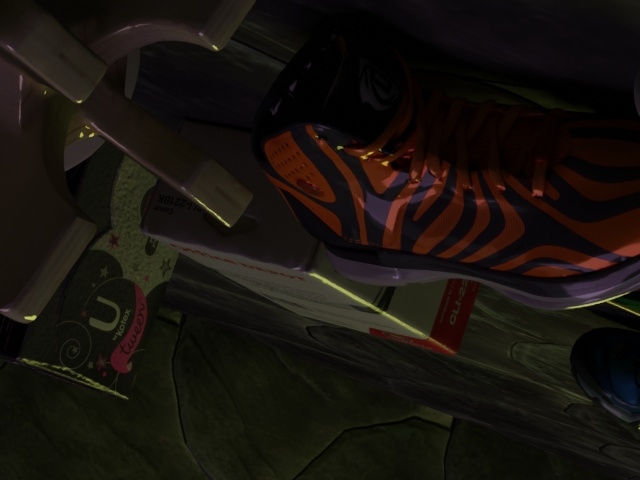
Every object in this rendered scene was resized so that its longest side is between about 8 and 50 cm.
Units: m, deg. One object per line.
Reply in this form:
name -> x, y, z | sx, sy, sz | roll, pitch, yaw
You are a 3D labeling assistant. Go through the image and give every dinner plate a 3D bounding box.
dinner plate -> 0.106, -0.080, 1.078 | 0.141, 0.017, 0.141 | 20, 171, 3

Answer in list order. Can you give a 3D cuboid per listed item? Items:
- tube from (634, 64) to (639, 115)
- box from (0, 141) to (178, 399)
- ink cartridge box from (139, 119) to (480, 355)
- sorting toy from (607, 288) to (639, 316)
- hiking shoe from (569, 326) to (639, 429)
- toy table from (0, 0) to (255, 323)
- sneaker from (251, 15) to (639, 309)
tube -> 0.258, -0.047, 0.856 | 0.240, 0.062, 0.070 | 21, -148, -46
box -> -0.251, 0.018, 1.619 | 0.142, 0.247, 0.163 | 11, 168, 43
ink cartridge box -> 0.000, 0.000, 1.439 | 0.197, 0.114, 0.273 | 13, 170, 36
sorting toy -> 0.306, 0.049, 1.348 | 0.307, 0.041, 0.229 | 22, 170, -19
hiking shoe -> 0.402, 0.141, 1.596 | 0.304, 0.113, 0.132 | 19, 144, 19
toy table -> -0.148, -0.095, 0.897 | 0.161, 0.252, 0.274 | 33, -173, 30
sneaker -> 0.084, -0.052, 0.963 | 0.321, 0.125, 0.180 | -6, 142, 37
